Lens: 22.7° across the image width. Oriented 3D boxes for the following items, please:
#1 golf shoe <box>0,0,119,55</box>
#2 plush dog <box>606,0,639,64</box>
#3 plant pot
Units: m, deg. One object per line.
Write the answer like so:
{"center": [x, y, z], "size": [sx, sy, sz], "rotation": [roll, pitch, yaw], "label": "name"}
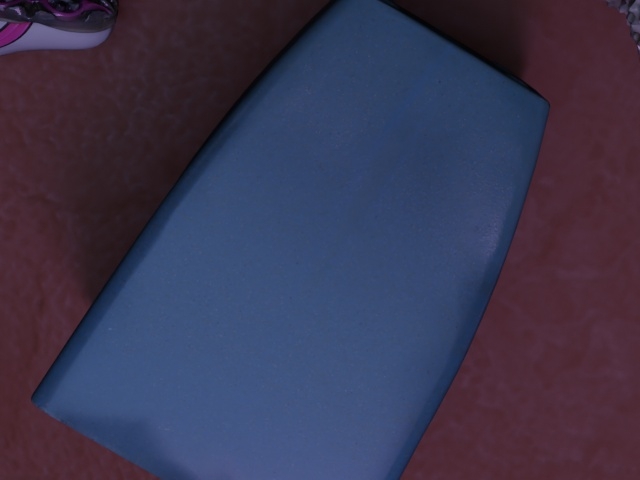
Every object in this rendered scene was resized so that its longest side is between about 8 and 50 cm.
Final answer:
{"center": [-0.193, -0.115, 0.808], "size": [0.186, 0.067, 0.086], "rotation": [7, 134, 2], "label": "golf shoe"}
{"center": [0.174, -0.177, 0.714], "size": [0.262, 0.210, 0.225], "rotation": [-42, 85, -13], "label": "plush dog"}
{"center": [0.000, 0.000, 0.775], "size": [0.166, 0.165, 0.234], "rotation": [30, 100, -5], "label": "plant pot"}
